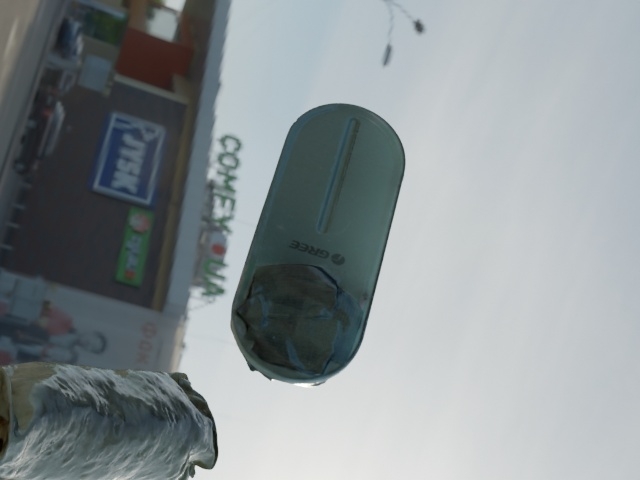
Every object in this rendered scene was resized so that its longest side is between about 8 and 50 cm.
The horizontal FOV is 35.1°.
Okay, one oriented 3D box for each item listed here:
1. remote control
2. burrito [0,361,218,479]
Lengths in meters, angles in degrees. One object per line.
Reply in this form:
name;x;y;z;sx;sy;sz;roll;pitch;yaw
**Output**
remote control;0.000;0.000;0.800;0.052;0.104;0.247;114;-6;-63
burrito;-0.137;0.113;0.621;0.082;0.059;0.275;68;12;16
